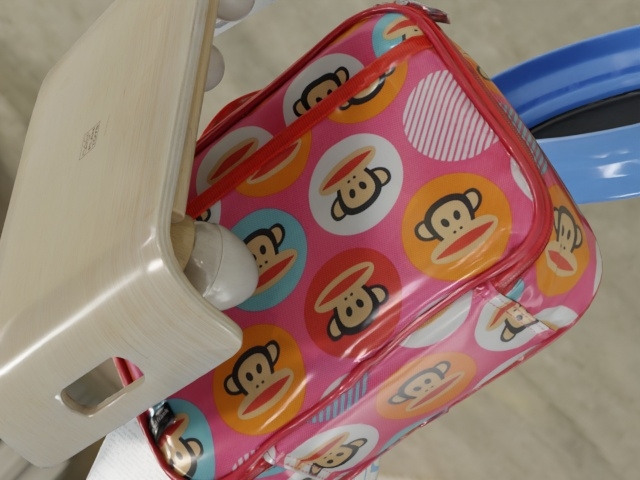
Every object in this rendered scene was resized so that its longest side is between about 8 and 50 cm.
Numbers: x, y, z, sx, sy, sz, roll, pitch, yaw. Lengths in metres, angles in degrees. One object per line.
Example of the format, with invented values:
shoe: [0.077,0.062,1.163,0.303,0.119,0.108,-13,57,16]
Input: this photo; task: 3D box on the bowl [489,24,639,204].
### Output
bowl: [0.322,-0.135,1.555,0.391,0.391,0.077,10,121,56]

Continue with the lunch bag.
lunch bag: [0.000,0.000,0.965,0.120,0.293,0.258,36,-159,-52]

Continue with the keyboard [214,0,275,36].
keyboard: [-0.110,-0.224,1.605,0.256,0.072,0.014,-21,88,45]

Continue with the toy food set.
toy food set: [-0.097,-0.040,0.920,0.092,0.306,0.220,25,143,-26]

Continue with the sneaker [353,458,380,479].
sneaker: [-0.030,0.135,1.162,0.085,0.086,0.237,10,-179,-33]

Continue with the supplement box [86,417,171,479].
supplement box: [-0.123,0.184,1.518,0.114,0.220,0.111,36,-161,30]
